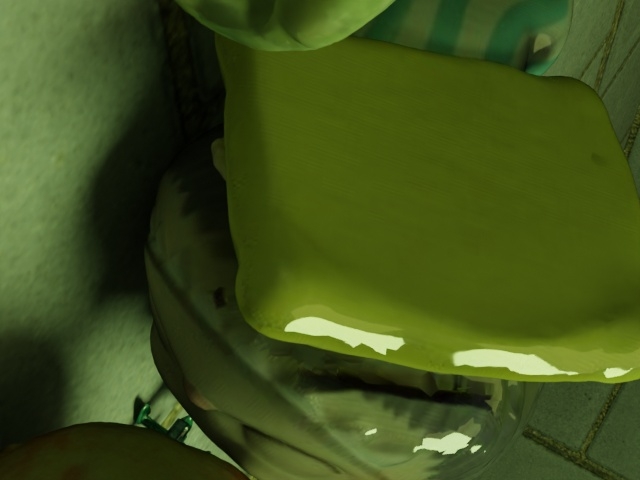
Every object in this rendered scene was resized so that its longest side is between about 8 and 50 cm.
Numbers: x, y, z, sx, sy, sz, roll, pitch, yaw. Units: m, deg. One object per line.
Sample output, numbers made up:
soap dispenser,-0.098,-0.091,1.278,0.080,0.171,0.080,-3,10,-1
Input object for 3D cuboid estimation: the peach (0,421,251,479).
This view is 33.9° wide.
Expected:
peach,-0.118,0.203,0.535,0.232,0.232,0.257,-62,177,-1

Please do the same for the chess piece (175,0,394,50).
chess piece,0.088,-0.271,0.468,0.442,0.234,0.234,-44,155,-32

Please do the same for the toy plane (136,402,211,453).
toy plane,-0.139,0.187,0.709,0.235,0.060,0.096,-52,167,-20

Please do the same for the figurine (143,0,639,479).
figurine,0.000,0.000,0.684,0.378,0.266,0.361,-45,-153,52
